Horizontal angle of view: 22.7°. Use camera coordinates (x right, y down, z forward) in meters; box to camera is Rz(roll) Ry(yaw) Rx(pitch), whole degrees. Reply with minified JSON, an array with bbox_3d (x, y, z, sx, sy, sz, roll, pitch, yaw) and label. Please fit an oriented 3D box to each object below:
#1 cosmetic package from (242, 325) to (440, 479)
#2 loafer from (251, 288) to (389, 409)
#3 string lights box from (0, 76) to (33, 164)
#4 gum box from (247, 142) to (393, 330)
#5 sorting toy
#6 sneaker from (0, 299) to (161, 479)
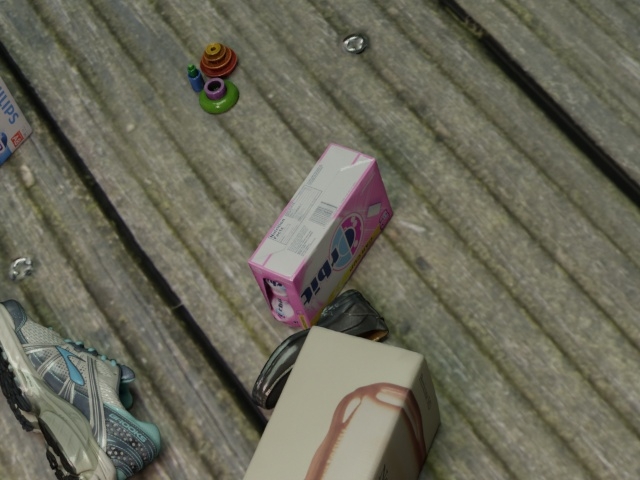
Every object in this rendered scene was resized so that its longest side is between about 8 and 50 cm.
[{"bbox_3d":[0.005,0.254,1.570,0.129,0.153,0.296,13,61,21],"label":"cosmetic package"},{"bbox_3d":[-0.001,0.125,1.719,0.170,0.062,0.061,-43,61,-14],"label":"loafer"},{"bbox_3d":[-0.486,-0.097,1.963,0.076,0.133,0.260,27,67,30],"label":"string lights box"},{"bbox_3d":[0.000,0.000,1.777,0.062,0.107,0.188,22,64,28],"label":"gum box"},{"bbox_3d":[-0.137,-0.210,2.004,0.061,0.042,0.102,-9,54,9],"label":"sorting toy"},{"bbox_3d":[-0.272,0.165,1.757,0.122,0.110,0.283,-23,53,-24],"label":"sneaker"}]
